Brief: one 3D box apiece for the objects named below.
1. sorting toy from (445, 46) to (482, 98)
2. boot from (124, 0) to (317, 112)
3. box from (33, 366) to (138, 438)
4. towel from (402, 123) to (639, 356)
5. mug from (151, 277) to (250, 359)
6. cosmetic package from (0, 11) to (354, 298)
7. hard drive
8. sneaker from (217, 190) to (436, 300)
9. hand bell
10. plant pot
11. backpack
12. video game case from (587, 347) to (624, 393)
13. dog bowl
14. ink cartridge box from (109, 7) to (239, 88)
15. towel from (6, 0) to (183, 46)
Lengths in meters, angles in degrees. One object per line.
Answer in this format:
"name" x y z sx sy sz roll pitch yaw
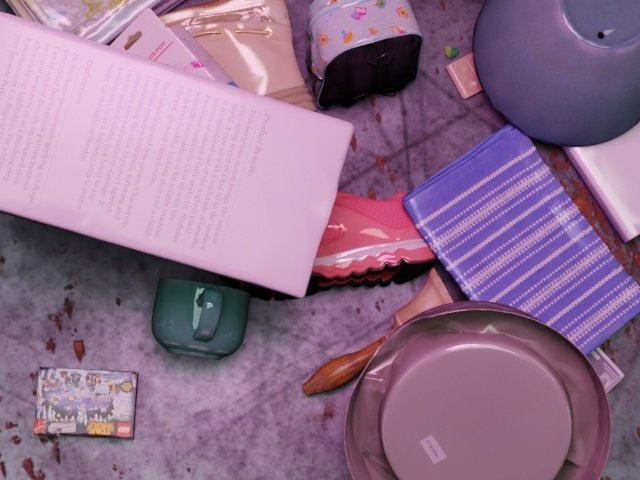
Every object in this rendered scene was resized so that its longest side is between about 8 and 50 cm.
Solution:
"sorting toy" 0.220 -0.260 1.881 0.062 0.012 0.083 -28 86 -4
"boot" -0.151 -0.232 1.808 0.262 0.095 0.203 -17 86 -4
"box" -0.323 0.225 1.740 0.137 0.027 0.094 3 80 -4
"towel" 0.294 0.016 1.789 0.243 0.040 0.336 -33 83 -27
"mug" -0.170 0.108 1.708 0.129 0.158 0.097 7 84 20
"cosmetic package" -0.213 -0.099 1.575 0.453 0.161 0.230 17 86 -11
"hard drive" 0.450 -0.184 1.871 0.210 0.040 0.319 -31 83 -9
"sneaker" 0.000 0.000 1.780 0.313 0.116 0.136 -5 70 -12
"hand bell" 0.084 0.150 1.764 0.242 0.126 0.126 -29 83 4
"plant pot" 0.375 -0.296 1.766 0.290 0.195 0.290 1 79 -4
"backpack" 0.059 -0.284 1.783 0.165 0.188 0.144 -14 81 -6
"video game case" 0.309 0.180 1.801 0.173 0.022 0.190 -41 85 -10
"dog bowl" 0.205 0.238 1.678 0.348 0.102 0.349 1 106 3
"ink cartridge box" -0.200 -0.224 1.739 0.104 0.061 0.181 -41 92 20
"towel" -0.317 -0.461 1.832 0.374 0.090 0.320 -38 83 -10
